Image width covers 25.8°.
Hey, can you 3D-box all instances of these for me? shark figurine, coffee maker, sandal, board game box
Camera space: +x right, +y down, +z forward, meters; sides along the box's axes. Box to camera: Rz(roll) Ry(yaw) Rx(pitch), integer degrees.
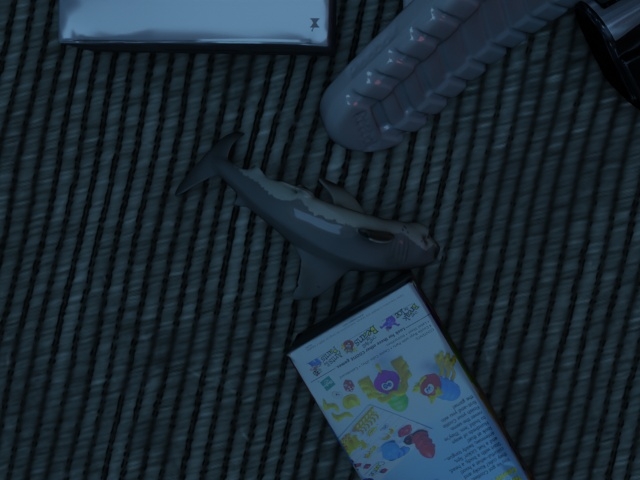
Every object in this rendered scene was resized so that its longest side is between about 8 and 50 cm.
[{"bbox_3d":[-0.024,-0.006,1.390,0.278,0.166,0.116,23,105,3],"label":"shark figurine"},{"bbox_3d":[0.364,-0.206,1.369,0.178,0.120,0.171,-34,93,5],"label":"coffee maker"},{"bbox_3d":[0.151,-0.254,1.361,0.416,0.169,0.102,-39,58,11],"label":"sandal"},{"bbox_3d":[0.100,0.186,1.400,0.144,0.142,0.275,-30,92,5],"label":"board game box"}]

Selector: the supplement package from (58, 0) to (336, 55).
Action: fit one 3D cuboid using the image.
[{"bbox_3d":[-0.115,-0.289,1.378,0.262,0.145,0.204,1,94,3],"label":"supplement package"}]
